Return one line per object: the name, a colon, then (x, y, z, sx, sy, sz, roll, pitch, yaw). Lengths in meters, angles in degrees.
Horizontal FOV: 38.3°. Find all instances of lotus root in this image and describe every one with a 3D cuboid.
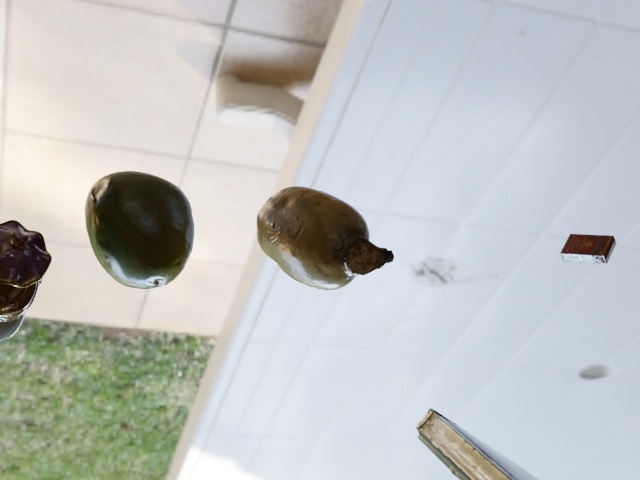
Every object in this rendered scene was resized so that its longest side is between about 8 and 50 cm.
lotus root: (0.000, 0.000, 1.271, 0.118, 0.221, 0.125, -20, 129, -44)

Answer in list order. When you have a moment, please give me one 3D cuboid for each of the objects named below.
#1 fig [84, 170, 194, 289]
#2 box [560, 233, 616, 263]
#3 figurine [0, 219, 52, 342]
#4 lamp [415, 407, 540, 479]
fig: (-0.295, -0.023, 1.485, 0.181, 0.181, 0.191, -24, 126, 26)
box: (0.467, 0.014, 1.610, 0.082, 0.051, 0.023, 3, 136, 41)
figurine: (-0.497, 0.069, 1.385, 0.142, 0.189, 0.263, 44, 141, -1)
lamp: (0.262, 0.315, 1.082, 0.266, 0.269, 0.047, 34, 90, -24)
